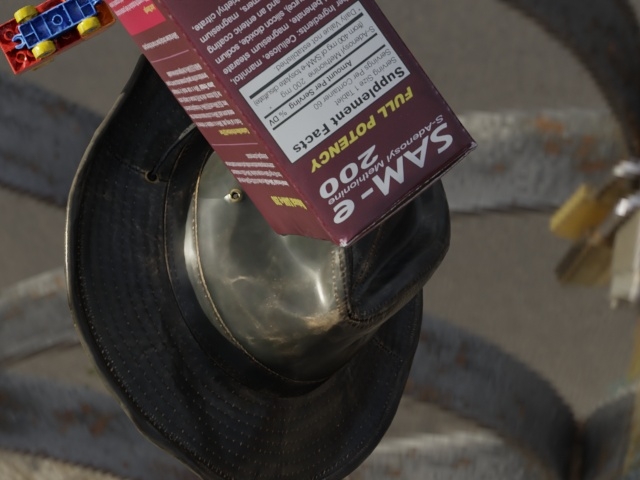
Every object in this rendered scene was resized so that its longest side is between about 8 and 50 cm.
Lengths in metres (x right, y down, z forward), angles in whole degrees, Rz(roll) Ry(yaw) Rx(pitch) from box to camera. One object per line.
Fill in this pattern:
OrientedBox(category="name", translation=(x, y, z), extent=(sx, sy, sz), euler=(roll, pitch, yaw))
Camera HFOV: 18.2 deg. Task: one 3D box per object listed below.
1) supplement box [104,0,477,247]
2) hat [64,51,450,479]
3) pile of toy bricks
OrientedBox(category="supplement box", translation=(-0.048, -0.113, 0.799), extent=(0.073, 0.130, 0.239), euler=(-37, 100, -9))
OrientedBox(category="hat", translation=(0.000, 0.000, 1.262), extent=(0.134, 0.331, 0.331), euler=(-16, 57, 40))
OrientedBox(category="pile of toy bricks", translation=(-0.108, -0.185, 1.249), extent=(0.212, 0.105, 0.118), euler=(-27, 86, 2))
